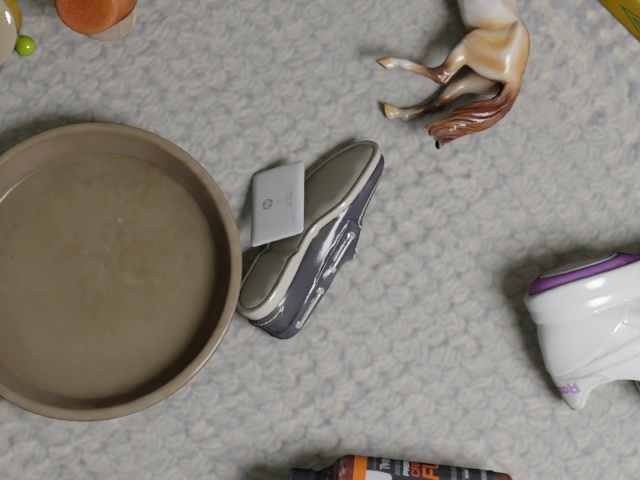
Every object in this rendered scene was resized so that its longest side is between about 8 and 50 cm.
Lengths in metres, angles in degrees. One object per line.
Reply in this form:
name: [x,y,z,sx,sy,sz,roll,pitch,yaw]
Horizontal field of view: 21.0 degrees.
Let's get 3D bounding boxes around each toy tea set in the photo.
toy tea set: [-0.326,-0.284,1.613,0.336,0.124,0.200,39,115,-11]

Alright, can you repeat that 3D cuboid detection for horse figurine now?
horse figurine: [0.134,-0.209,1.624,0.174,0.066,0.263,-8,76,4]

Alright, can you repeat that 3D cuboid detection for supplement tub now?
supplement tub: [0.067,0.243,1.504,0.198,0.106,0.106,6,78,0]

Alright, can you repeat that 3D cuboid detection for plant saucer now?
plant saucer: [-0.208,0.029,1.572,0.278,0.041,0.278,-1,77,4]

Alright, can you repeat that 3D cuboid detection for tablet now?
tablet: [-0.040,-0.034,1.586,0.054,0.006,0.083,-16,50,21]

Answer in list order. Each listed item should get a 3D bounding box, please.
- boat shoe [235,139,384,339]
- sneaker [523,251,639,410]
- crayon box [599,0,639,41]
boat shoe: [0.000,0.000,1.590,0.065,0.075,0.206,46,71,-35]
sneaker: [0.342,0.069,1.558,0.305,0.114,0.152,-13,92,1]
crayon box: [0.390,-0.251,1.626,0.203,0.083,0.323,-41,82,-9]
